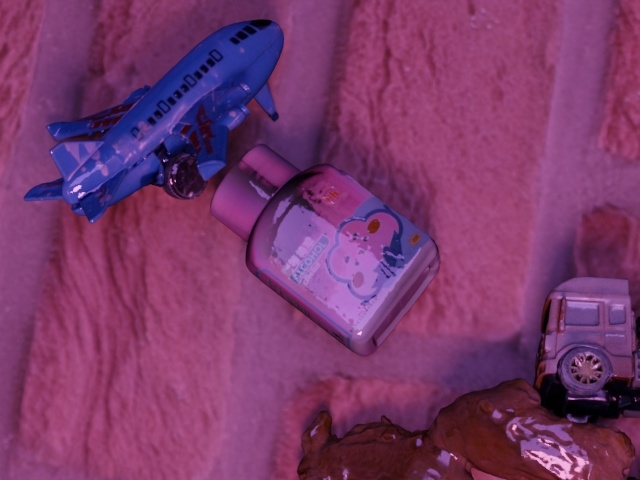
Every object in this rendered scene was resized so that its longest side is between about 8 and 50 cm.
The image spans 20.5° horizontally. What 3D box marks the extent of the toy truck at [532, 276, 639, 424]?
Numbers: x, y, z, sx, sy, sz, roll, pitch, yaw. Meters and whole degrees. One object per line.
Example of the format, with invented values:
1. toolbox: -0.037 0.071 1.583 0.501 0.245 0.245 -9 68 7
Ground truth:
1. toy truck: 0.309 0.087 1.488 0.256 0.108 0.140 3 63 4

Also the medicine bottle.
1. medicine bottle: 0.000 0.000 1.539 0.188 0.094 0.119 37 83 13

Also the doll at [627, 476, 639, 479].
1. doll: 0.252 0.251 1.461 0.078 0.076 0.113 -6 76 -5

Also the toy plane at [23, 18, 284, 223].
1. toy plane: -0.128 -0.103 1.553 0.271 0.254 0.105 -34 119 -27

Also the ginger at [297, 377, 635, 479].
1. ginger: 0.113 0.184 1.467 0.290 0.084 0.122 -10 64 21
